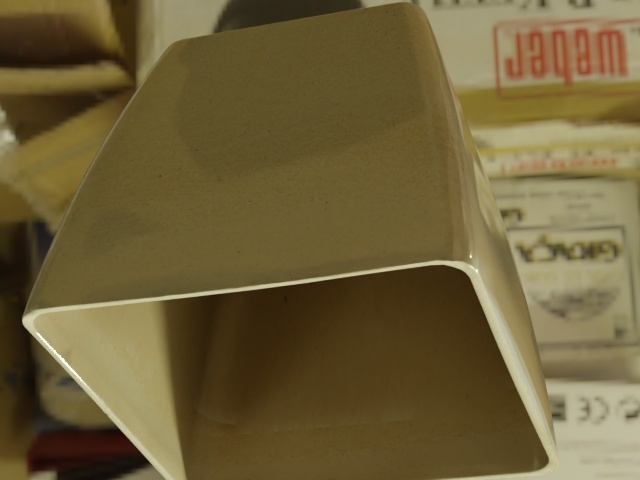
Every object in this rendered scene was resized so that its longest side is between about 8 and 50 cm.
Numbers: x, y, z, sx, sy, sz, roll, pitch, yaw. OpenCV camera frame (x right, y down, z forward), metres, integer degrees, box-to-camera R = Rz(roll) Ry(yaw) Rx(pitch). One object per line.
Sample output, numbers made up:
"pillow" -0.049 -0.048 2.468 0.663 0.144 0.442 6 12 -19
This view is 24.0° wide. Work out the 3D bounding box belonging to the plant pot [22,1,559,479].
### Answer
"plant pot" 0.000 0.000 0.401 0.109 0.096 0.109 -7 145 17
